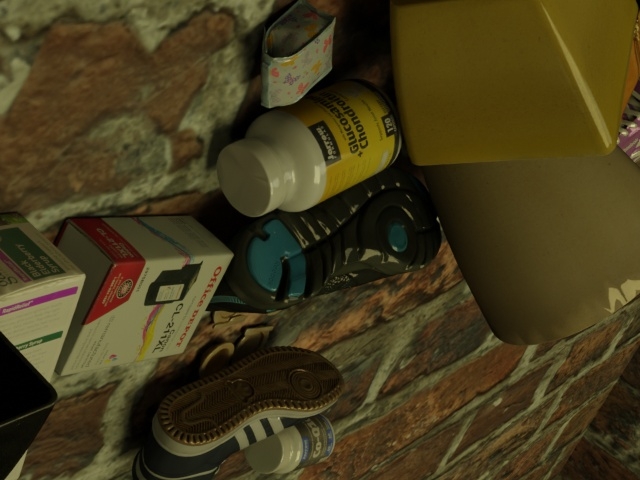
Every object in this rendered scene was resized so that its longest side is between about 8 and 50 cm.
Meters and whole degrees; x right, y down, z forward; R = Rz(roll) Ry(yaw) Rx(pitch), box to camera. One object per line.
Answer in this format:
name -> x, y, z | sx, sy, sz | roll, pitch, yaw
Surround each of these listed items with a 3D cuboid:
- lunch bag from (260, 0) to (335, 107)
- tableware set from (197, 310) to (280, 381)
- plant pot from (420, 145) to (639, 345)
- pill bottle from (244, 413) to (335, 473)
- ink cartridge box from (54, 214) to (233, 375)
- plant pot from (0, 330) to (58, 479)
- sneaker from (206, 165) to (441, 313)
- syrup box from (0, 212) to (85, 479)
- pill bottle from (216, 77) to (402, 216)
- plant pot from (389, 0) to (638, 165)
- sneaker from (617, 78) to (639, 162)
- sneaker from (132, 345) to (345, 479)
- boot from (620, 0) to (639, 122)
lunch bag -> -0.028, -0.171, 1.093 | 0.083, 0.053, 0.071 | -49, 159, -28
tableware set -> -0.089, 0.103, 1.402 | 0.141, 0.020, 0.168 | -17, 138, -51
plant pot -> 0.226, -0.065, 1.340 | 0.256, 0.274, 0.256 | -35, -162, 13
pill bottle -> -0.044, 0.285, 1.657 | 0.078, 0.078, 0.137 | -59, 155, 16
ink cartridge box -> -0.180, 0.047, 1.108 | 0.175, 0.072, 0.127 | -4, 128, -57
plant pot -> -0.332, 0.140, 0.848 | 0.188, 0.187, 0.167 | -22, 146, -46
sneaker -> 0.000, 0.000, 1.299 | 0.140, 0.125, 0.341 | -19, 175, 44
syrup box -> -0.285, 0.102, 0.979 | 0.096, 0.093, 0.236 | -16, 138, -51
pill bottle -> -0.011, -0.089, 1.171 | 0.184, 0.103, 0.103 | -29, 147, -40
plant pot -> 0.177, -0.218, 1.153 | 0.187, 0.212, 0.212 | 59, 40, -45
sneaker -> 0.464, -0.173, 1.872 | 0.282, 0.102, 0.161 | -55, 152, 8
sneaker -> -0.103, 0.224, 1.419 | 0.282, 0.099, 0.153 | -13, 144, -44
boot -> 0.382, -0.223, 1.683 | 0.295, 0.104, 0.211 | -53, 149, -3
